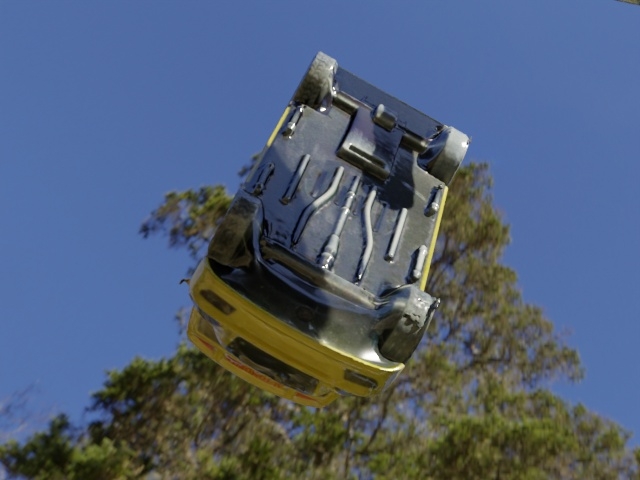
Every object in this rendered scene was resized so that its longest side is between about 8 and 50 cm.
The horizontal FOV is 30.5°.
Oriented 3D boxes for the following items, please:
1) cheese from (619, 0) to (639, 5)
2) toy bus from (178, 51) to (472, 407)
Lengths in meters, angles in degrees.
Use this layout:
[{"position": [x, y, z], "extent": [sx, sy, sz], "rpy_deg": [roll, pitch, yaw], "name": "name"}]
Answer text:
[{"position": [0.229, -0.241, 0.939], "extent": [0.127, 0.235, 0.050], "rpy_deg": [12, -55, -8], "name": "cheese"}, {"position": [0.000, 0.000, 0.829], "extent": [0.144, 0.330, 0.152], "rpy_deg": [29, -56, -5], "name": "toy bus"}]
